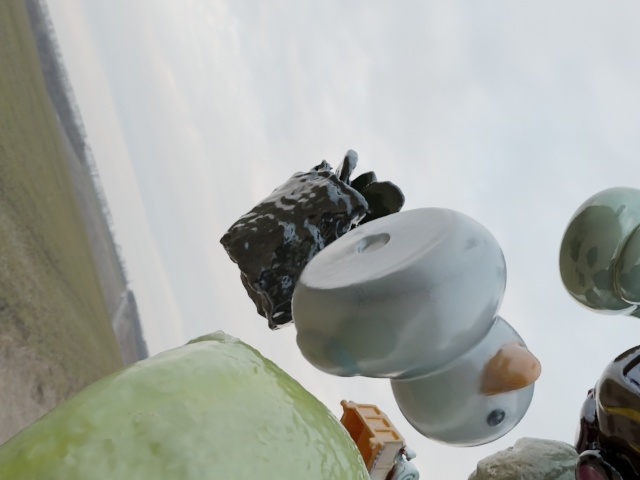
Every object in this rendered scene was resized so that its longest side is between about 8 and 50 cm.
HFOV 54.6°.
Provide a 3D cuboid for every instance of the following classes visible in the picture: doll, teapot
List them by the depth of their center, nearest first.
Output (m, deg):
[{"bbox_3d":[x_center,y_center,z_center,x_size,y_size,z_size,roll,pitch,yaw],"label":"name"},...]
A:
[{"bbox_3d":[0.096,0.088,0.594,0.251,0.221,0.221,2,-71,53],"label":"doll"},{"bbox_3d":[0.510,-0.023,0.964,0.319,0.219,0.149,-64,-151,4],"label":"teapot"}]

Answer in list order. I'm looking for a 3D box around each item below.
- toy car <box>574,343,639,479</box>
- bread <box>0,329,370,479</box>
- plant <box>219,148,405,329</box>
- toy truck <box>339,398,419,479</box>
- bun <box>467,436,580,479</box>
[{"bbox_3d":[0.452,0.213,0.667,0.340,0.271,0.241,-137,-140,-55],"label":"toy car"},{"bbox_3d":[-0.111,0.220,0.403,0.237,0.320,0.321,38,-27,12],"label":"bread"},{"bbox_3d":[0.000,0.000,0.936,0.189,0.276,0.199,61,-11,-26],"label":"plant"},{"bbox_3d":[0.045,0.376,0.907,0.114,0.135,0.271,45,-61,56],"label":"toy truck"},{"bbox_3d":[0.325,0.437,0.971,0.204,0.281,0.282,-4,-77,68],"label":"bun"}]
